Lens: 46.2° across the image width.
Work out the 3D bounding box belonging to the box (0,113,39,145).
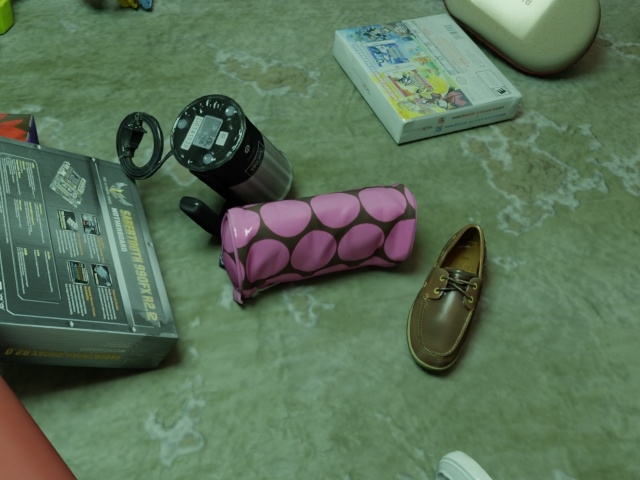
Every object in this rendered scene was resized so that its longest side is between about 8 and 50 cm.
[{"bbox_3d":[-0.457,-0.050,0.776,0.293,0.057,0.201,-1,50,-10],"label":"box"}]

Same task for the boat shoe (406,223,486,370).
[{"bbox_3d":[0.134,0.052,0.779,0.064,0.060,0.178,20,50,8],"label":"boat shoe"}]

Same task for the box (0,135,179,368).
[{"bbox_3d":[-0.248,0.007,0.705,0.183,0.056,0.231,11,42,-41],"label":"box"}]

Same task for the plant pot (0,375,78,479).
[{"bbox_3d":[-0.225,0.244,0.441,0.243,0.275,0.275,41,55,10],"label":"plant pot"}]

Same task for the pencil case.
[{"bbox_3d":[0.000,0.000,0.787,0.209,0.098,0.095,-10,7,-16],"label":"pencil case"}]

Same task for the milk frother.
[{"bbox_3d":[-0.126,-0.088,0.813,0.143,0.135,0.129,38,88,26],"label":"milk frother"}]

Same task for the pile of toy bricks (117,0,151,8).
[{"bbox_3d":[-0.308,-0.417,1.104,0.105,0.118,0.212,-11,64,18],"label":"pile of toy bricks"}]

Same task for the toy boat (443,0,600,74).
[{"bbox_3d":[0.300,-0.344,1.109,0.231,0.151,0.151,42,16,11],"label":"toy boat"}]

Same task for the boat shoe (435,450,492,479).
[{"bbox_3d":[0.130,0.262,0.603,0.063,0.066,0.184,-13,62,-20],"label":"boat shoe"}]

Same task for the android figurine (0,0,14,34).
[{"bbox_3d":[-0.529,-0.310,0.993,0.248,0.056,0.273,40,57,23],"label":"android figurine"}]

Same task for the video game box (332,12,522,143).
[{"bbox_3d":[0.142,-0.228,1.031,0.187,0.048,0.205,-13,52,-22],"label":"video game box"}]
